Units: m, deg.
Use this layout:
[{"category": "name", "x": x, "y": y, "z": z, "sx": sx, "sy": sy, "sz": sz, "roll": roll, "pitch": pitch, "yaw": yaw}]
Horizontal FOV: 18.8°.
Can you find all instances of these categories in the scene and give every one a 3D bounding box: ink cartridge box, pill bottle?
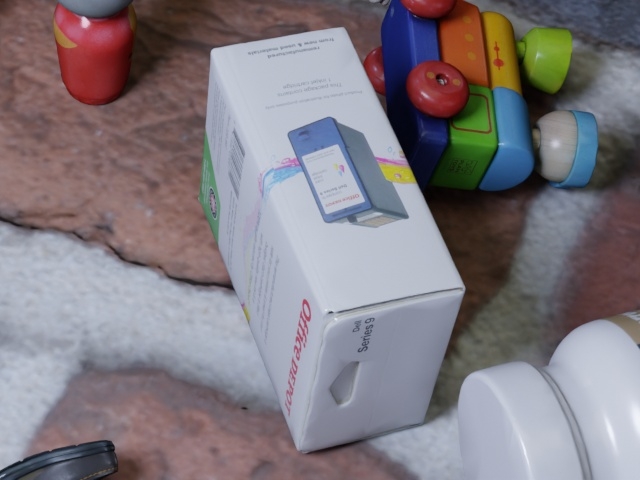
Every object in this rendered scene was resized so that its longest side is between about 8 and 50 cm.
[{"category": "ink cartridge box", "x": 0.000, "y": 0.000, "z": 1.192, "sx": 0.093, "sy": 0.154, "sz": 0.212, "roll": -11, "pitch": 55, "yaw": -16}, {"category": "pill bottle", "x": 0.224, "y": 0.110, "z": 1.136, "sx": 0.265, "sy": 0.153, "sz": 0.153, "roll": -12, "pitch": 56, "yaw": -15}]

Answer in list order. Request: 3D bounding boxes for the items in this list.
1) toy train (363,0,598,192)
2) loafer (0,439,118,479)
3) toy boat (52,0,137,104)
[{"category": "toy train", "x": 0.110, "y": -0.140, "z": 1.347, "sx": 0.143, "sy": 0.105, "sz": 0.248, "roll": 7, "pitch": 53, "yaw": -14}, {"category": "loafer", "x": -0.188, "y": 0.169, "z": 1.115, "sx": 0.170, "sy": 0.062, "sz": 0.061, "roll": -26, "pitch": 82, "yaw": -19}, {"category": "toy boat", "x": -0.274, "y": -0.181, "z": 1.300, "sx": 0.318, "sy": 0.148, "sz": 0.267, "roll": 11, "pitch": 53, "yaw": 3}]
